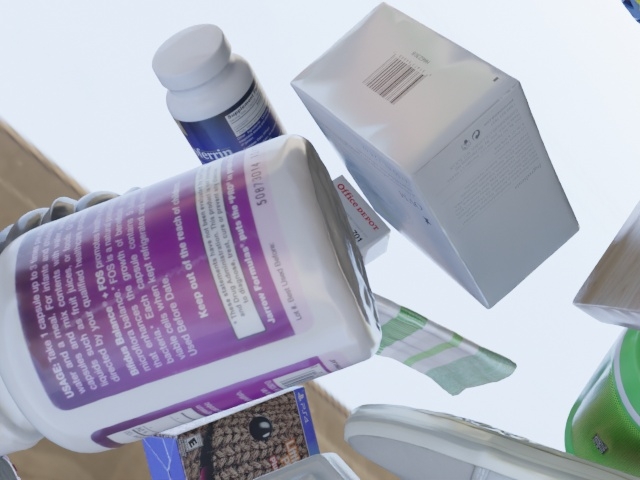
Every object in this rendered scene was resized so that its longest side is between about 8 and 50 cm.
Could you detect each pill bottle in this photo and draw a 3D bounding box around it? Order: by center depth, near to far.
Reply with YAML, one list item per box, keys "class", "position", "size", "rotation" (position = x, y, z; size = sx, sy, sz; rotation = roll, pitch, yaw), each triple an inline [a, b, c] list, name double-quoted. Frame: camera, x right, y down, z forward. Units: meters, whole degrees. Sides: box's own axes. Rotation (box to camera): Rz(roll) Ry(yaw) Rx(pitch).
- class: "pill bottle"
  position: [-0.123, 0.050, 0.696]
  size: [0.169, 0.301, 0.169]
  rotation: [-20, -90, -83]
- class: "pill bottle"
  position: [-0.158, -0.210, 1.602]
  size: [0.153, 0.153, 0.264]
  rotation: [-92, -20, -45]

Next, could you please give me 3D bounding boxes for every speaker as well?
- class: "speaker"
  position: [0.286, 0.147, 0.831]
  size: [0.296, 0.131, 0.131]
  rotation: [81, 170, -65]

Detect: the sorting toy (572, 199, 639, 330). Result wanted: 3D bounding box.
- class: "sorting toy"
  position: [0.266, -0.044, 0.549]
  size: [0.089, 0.257, 0.255]
  rotation: [34, -179, 6]

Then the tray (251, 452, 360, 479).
- class: "tray"
  position: [0.004, 0.298, 1.024]
  size: [0.270, 0.145, 0.030]
  rotation: [-147, 43, -61]

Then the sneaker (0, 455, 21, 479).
- class: "sneaker"
  position: [-0.380, 0.223, 0.980]
  size: [0.112, 0.121, 0.299]
  rotation: [19, -128, -59]

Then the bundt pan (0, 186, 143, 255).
- class: "bundt pan"
  position: [-0.266, 0.031, 1.242]
  size: [0.331, 0.331, 0.124]
  rotation: [11, -120, -54]

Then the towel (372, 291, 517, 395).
- class: "towel"
  position: [0.064, 0.111, 1.264]
  size: [0.325, 0.248, 0.038]
  rotation: [26, -106, -2]

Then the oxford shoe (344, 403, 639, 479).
- class: "oxford shoe"
  position: [0.194, 0.230, 0.746]
  size: [0.169, 0.449, 0.130]
  rotation: [29, -101, -54]

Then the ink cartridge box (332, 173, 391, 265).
- class: "ink cartridge box"
  position: [0.000, 0.000, 1.633]
  size: [0.139, 0.191, 0.082]
  rotation: [49, 161, 22]

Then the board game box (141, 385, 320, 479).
- class: "board game box"
  position: [-0.155, 0.424, 1.841]
  size: [0.291, 0.141, 0.232]
  rotation: [-16, -86, -37]

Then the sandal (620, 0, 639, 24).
- class: "sandal"
  position: [0.419, -0.441, 1.376]
  size: [0.317, 0.126, 0.138]
  rotation: [57, 165, -25]

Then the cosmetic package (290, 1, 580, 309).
- class: "cosmetic package"
  position: [0.117, -0.086, 1.004]
  size: [0.224, 0.138, 0.224]
  rotation: [45, 175, 46]
